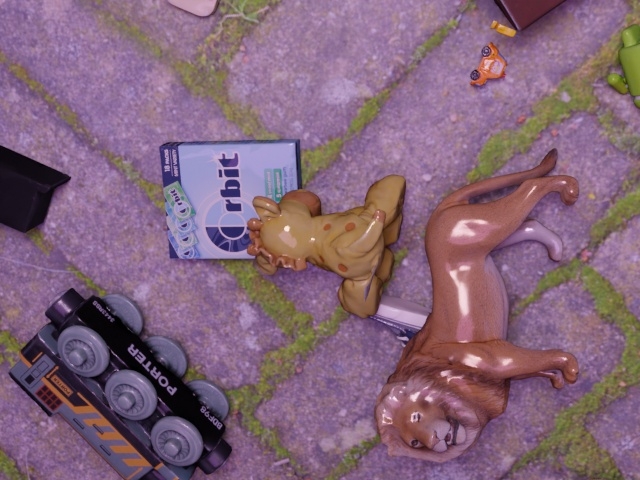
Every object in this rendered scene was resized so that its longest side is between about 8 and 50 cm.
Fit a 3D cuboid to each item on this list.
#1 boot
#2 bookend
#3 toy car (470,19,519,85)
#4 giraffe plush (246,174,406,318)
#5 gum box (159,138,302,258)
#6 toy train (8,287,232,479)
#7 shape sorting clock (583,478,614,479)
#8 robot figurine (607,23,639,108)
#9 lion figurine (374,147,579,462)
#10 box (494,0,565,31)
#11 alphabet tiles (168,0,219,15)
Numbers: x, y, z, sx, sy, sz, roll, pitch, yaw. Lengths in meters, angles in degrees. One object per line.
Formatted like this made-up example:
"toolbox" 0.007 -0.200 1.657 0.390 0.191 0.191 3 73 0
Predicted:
"boot" 0.130 0.134 1.147 0.190 0.069 0.086 17 101 3
"bookend" -0.453 -0.045 1.187 0.157 0.072 0.156 23 108 1
"toy car" 0.208 -0.215 1.019 0.040 0.122 0.060 26 90 6
"giraffe plush" 0.000 0.000 1.064 0.170 0.210 0.181 13 110 12
"gum box" -0.117 -0.055 1.148 0.184 0.041 0.157 -1 105 8
"toy train" -0.279 0.220 1.209 0.334 0.142 0.190 46 119 -7
"shape sorting clock" 0.395 0.423 1.201 0.206 0.040 0.206 3 109 7
"robot figurine" 0.396 -0.203 1.014 0.101 0.067 0.115 -12 105 40
"lion figurine" 0.189 0.075 1.060 0.240 0.142 0.392 1 80 3
"box" 0.313 -0.421 0.900 0.381 0.143 0.191 -33 125 14
"alphabet tiles" -0.153 -0.436 1.059 0.278 0.021 0.284 23 107 5
